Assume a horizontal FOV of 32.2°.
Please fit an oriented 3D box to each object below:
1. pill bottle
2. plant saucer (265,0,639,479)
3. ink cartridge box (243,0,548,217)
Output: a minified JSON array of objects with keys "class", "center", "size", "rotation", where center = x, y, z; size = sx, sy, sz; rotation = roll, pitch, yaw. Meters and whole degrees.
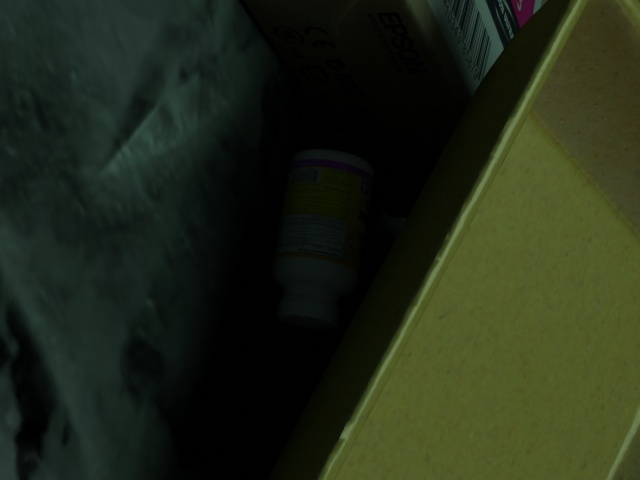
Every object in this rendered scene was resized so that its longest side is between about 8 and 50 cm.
[{"class":"pill bottle","center":[0.000,0.000,0.546],"size":[0.043,0.043,0.083],"rotation":[37,59,-60]},{"class":"plant saucer","center":[0.117,0.087,0.575],"size":[0.333,0.081,0.333],"rotation":[38,76,-39]},{"class":"ink cartridge box","center":[0.056,-0.148,0.605],"size":[0.234,0.088,0.193],"rotation":[50,49,-54]}]
